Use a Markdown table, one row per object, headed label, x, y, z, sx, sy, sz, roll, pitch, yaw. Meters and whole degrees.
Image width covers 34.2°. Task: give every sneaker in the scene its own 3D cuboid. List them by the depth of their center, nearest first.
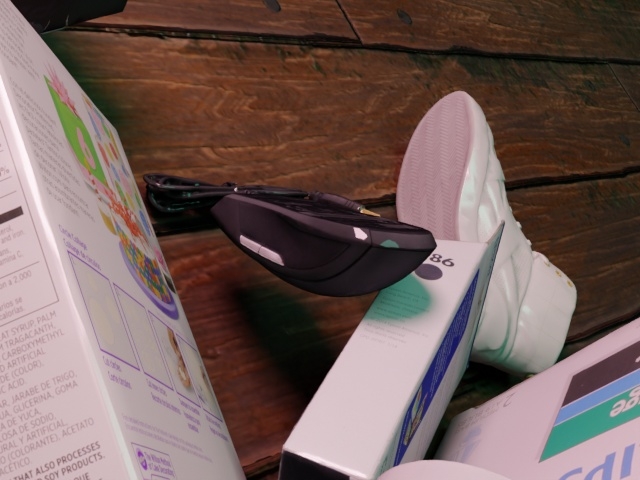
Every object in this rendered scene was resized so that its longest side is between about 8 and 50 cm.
| label | x | y | z | sx | sy | sz | roll | pitch | yaw |
| --- | --- | --- | --- | --- | --- | --- | --- | --- | --- |
| sneaker | 0.170 | 0.001 | 1.049 | 0.169 | 0.108 | 0.292 | 27 | 52 | -32 |

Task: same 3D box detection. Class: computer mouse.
| label | x | y | z | sx | sy | sz | roll | pitch | yaw |
| --- | --- | --- | --- | --- | --- | --- | --- | --- | --- |
| computer mouse | 0.000 | 0.000 | 0.797 | 0.184 | 0.262 | 0.060 | 2 | 100 | -47 |

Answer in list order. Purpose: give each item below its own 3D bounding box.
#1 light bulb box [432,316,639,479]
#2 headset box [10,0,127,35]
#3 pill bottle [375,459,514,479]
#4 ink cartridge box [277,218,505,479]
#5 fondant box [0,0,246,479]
| label | x | y | z | sx | sy | sz | roll | pitch | yaw |
| --- | --- | --- | --- | --- | --- | --- | --- | --- | --- |
| light bulb box | 0.298 | 0.249 | 0.744 | 0.361 | 0.358 | 0.225 | 47 | 39 | -7 |
| headset box | -0.268 | -0.234 | 0.686 | 0.293 | 0.110 | 0.218 | 35 | 34 | 15 |
| pill bottle | 0.029 | 0.252 | 0.476 | 0.160 | 0.160 | 0.283 | 43 | 47 | -11 |
| ink cartridge box | 0.053 | 0.117 | 0.764 | 0.065 | 0.165 | 0.333 | 18 | 33 | 16 |
| fondant box | -0.144 | 0.040 | 0.576 | 0.238 | 0.096 | 0.330 | 64 | 4 | -70 |
